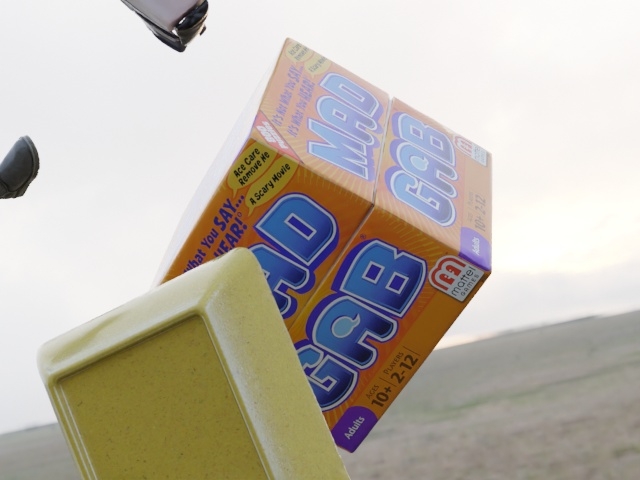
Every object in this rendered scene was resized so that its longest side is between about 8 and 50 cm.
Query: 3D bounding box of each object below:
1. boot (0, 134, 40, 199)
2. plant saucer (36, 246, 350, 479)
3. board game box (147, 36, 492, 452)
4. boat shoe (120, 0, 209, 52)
[{"bbox_3d":[-0.634,-0.102,2.418,0.209,0.076,0.189,-20,-26,-38],"label":"boot"},{"bbox_3d":[-0.170,0.220,1.523,0.333,0.332,0.081,-26,-7,21],"label":"plant saucer"},{"bbox_3d":[0.000,0.000,1.844,0.356,0.356,0.356,-56,10,28],"label":"board game box"},{"bbox_3d":[-0.328,-0.455,2.226,0.127,0.340,0.158,-43,-9,-11],"label":"boat shoe"}]
